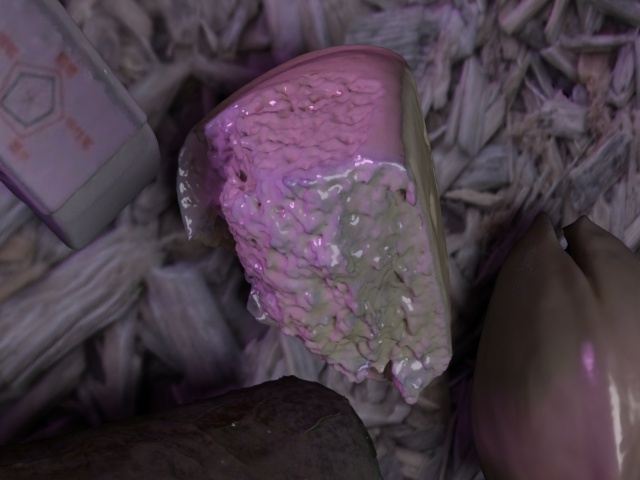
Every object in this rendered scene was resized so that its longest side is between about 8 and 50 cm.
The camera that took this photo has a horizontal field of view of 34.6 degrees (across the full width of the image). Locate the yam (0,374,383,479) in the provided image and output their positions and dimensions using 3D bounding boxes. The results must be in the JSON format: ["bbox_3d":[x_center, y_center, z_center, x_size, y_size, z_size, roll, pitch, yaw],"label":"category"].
[{"bbox_3d":[-0.113,0.205,0.660,0.300,0.195,0.195,-9,113,-39],"label":"yam"}]

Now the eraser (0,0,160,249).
[{"bbox_3d":[-0.194,-0.122,0.544,0.089,0.061,0.352,-47,132,-15],"label":"eraser"}]

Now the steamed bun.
[{"bbox_3d":[0.000,0.000,0.692,0.171,0.200,0.225,-12,126,7],"label":"steamed bun"}]

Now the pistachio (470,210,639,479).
[{"bbox_3d":[0.241,0.135,0.952,0.226,0.208,0.331,-62,143,-74],"label":"pistachio"}]
